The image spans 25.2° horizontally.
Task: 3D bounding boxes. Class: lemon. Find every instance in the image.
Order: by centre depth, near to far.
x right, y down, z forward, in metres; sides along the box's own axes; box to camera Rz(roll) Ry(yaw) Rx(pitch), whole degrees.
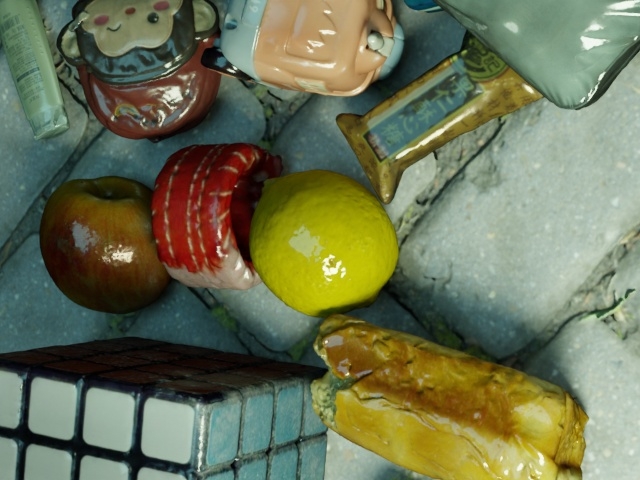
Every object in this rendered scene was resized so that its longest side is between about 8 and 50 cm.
[{"bbox_3d":[0.000,0.000,1.767,0.178,0.178,0.203,-42,88,22],"label":"lemon"}]

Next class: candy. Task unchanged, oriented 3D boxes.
[{"bbox_3d":[0.149,-0.172,1.734,0.271,0.101,0.143,-34,84,17],"label":"candy"}]

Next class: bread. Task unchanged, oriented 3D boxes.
[{"bbox_3d":[0.144,0.209,1.692,0.344,0.195,0.149,18,79,27],"label":"bread"}]

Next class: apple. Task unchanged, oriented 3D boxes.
[{"bbox_3d":[-0.298,0.008,1.956,0.195,0.160,0.173,24,124,32],"label":"apple"}]

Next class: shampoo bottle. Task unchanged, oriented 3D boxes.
[{"bbox_3d":[-0.413,-0.250,2.058,0.072,0.049,0.212,-22,80,23],"label":"shampoo bottle"}]

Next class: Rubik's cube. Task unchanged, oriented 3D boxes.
[{"bbox_3d":[-0.211,0.315,1.799,0.343,0.344,0.337,7,95,29],"label":"Rubik's cube"}]

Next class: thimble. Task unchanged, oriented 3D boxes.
[{"bbox_3d":[-0.130,-0.031,1.847,0.125,0.163,0.189,0,84,31],"label":"thimble"}]

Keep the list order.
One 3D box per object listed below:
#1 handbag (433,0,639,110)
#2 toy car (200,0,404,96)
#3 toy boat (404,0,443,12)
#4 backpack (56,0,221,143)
[{"bbox_3d":[0.219,-0.300,1.615,0.332,0.075,0.191,39,129,2],"label":"handbag"},{"bbox_3d":[-0.006,-0.260,1.738,0.212,0.270,0.180,19,95,8],"label":"toy car"},{"bbox_3d":[0.215,-0.353,1.682,0.299,0.062,0.096,-23,85,38],"label":"toy boat"},{"bbox_3d":[-0.231,-0.237,1.917,0.229,0.139,0.229,-1,85,10],"label":"backpack"}]
